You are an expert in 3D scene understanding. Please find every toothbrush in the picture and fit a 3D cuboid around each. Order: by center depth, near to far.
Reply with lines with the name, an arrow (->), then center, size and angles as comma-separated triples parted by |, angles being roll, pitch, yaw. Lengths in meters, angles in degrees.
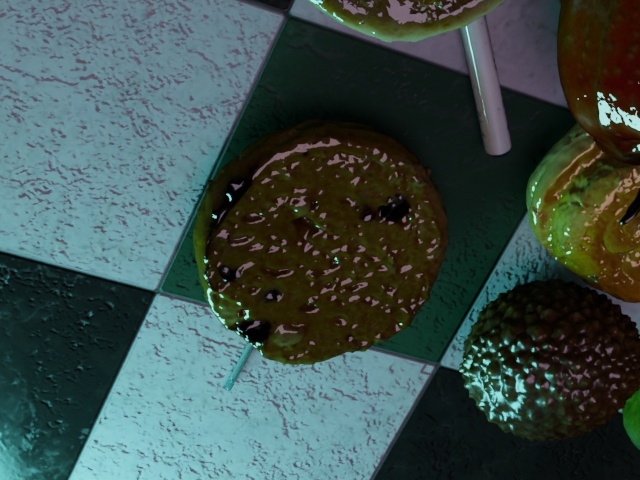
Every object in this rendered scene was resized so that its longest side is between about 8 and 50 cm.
toothbrush -> -0.068, 0.104, 1.905 | 0.014, 0.011, 0.167 | 15, 119, -28

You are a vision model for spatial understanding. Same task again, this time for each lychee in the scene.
lychee -> 0.256, 0.133, 1.895 | 0.200, 0.238, 0.200 | 1, 81, -8

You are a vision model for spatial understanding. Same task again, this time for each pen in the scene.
pen -> 0.160, -0.199, 1.738 | 0.033, 0.033, 0.269 | -17, 125, -1

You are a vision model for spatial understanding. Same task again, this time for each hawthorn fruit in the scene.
hawthorn fruit -> 0.336, -0.160, 1.646 | 0.254, 0.254, 0.300 | 25, 87, -26

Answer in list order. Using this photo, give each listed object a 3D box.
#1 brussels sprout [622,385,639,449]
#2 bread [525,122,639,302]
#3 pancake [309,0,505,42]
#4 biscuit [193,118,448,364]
brussels sprout -> 0.430, 0.177, 1.992 | 0.131, 0.145, 0.183 | 29, 71, -2
bread -> 0.337, -0.035, 1.835 | 0.236, 0.120, 0.198 | 33, 113, -29
pancake -> 0.092, -0.315, 1.613 | 0.282, 0.049, 0.282 | 0, 115, 0
biscuit -> 0.000, -0.001, 1.808 | 0.296, 0.075, 0.296 | -8, 124, -12
